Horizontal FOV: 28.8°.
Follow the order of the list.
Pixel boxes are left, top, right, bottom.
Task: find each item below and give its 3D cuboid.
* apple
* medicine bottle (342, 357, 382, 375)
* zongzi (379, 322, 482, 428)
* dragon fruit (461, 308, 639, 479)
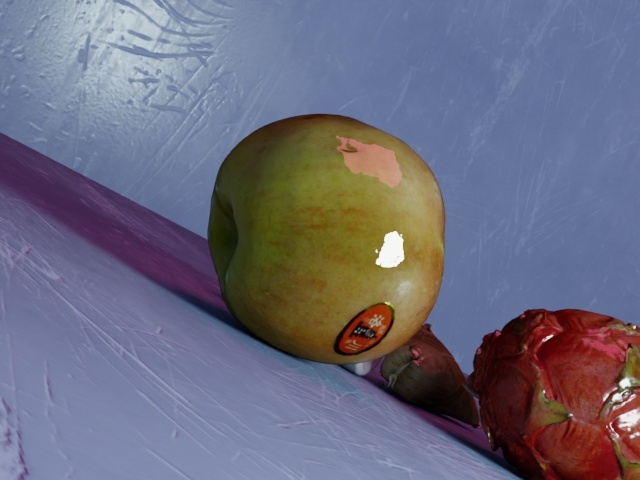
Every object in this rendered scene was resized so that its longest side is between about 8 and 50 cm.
[{"bbox_3d":[0.000,0.000,1.697,0.305,0.338,0.338,12,8,-24],"label":"apple"},{"bbox_3d":[-0.016,0.094,1.969,0.274,0.133,0.133,29,0,22],"label":"medicine bottle"},{"bbox_3d":[0.183,0.237,1.976,0.197,0.099,0.194,53,17,5],"label":"zongzi"},{"bbox_3d":[0.371,0.232,1.768,0.342,0.277,0.277,18,-3,20],"label":"dragon fruit"}]
